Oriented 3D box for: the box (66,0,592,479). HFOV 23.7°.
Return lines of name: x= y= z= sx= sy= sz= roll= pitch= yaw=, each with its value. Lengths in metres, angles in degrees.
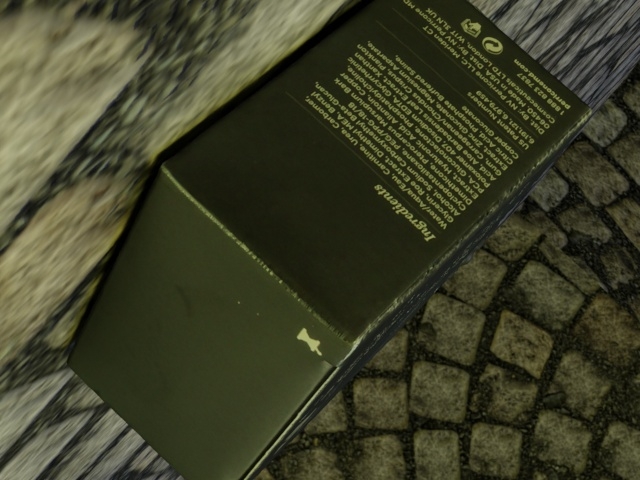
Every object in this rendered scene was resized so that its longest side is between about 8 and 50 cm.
box: x=0.000 y=0.000 z=0.595 sx=0.158 sy=0.093 sz=0.156 roll=-43 pitch=173 yaw=-36
